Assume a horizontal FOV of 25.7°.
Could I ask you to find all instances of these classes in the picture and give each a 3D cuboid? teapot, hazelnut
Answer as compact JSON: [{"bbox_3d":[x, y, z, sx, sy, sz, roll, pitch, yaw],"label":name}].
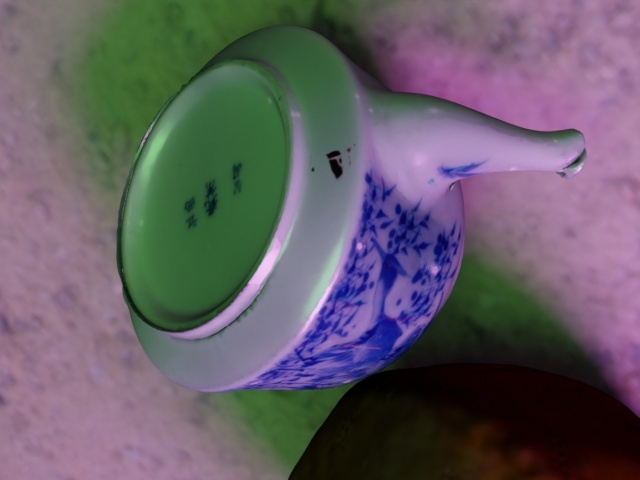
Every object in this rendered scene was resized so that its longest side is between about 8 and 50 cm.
[{"bbox_3d":[0.000,0.000,0.626,0.232,0.159,0.159,-33,97,38],"label":"teapot"},{"bbox_3d":[0.082,0.154,0.633,0.208,0.208,0.208,6,111,15],"label":"hazelnut"}]
